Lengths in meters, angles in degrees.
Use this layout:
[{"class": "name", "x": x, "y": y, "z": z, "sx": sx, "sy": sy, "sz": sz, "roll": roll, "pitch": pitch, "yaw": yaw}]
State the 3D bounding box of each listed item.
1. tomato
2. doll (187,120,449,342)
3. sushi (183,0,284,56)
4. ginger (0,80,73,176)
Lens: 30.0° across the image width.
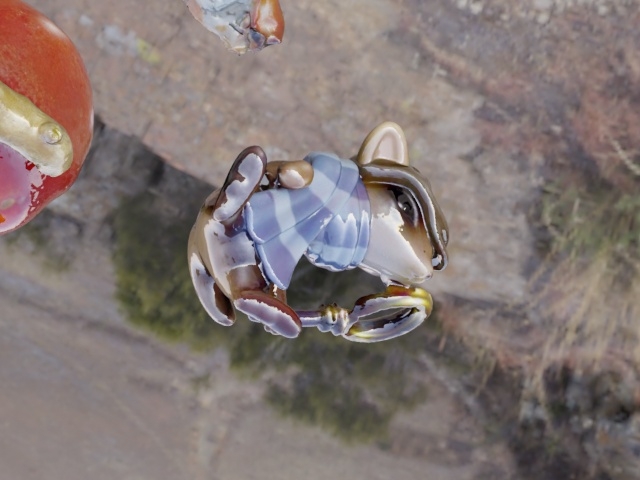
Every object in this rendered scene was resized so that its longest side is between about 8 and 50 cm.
[{"class": "tomato", "x": -0.473, "y": -0.172, "z": 1.618, "sx": 0.325, "sy": 0.293, "sz": 0.290, "roll": 4, "pitch": 137, "yaw": 19}, {"class": "doll", "x": 0.001, "y": 0.003, "z": 1.470, "sx": 0.209, "sy": 0.339, "sz": 0.318, "roll": 52, "pitch": 142, "yaw": 35}, {"class": "sushi", "x": -0.091, "y": -0.267, "z": 1.017, "sx": 0.097, "sy": 0.226, "sz": 0.103, "roll": -12, "pitch": 167, "yaw": 15}, {"class": "ginger", "x": -0.395, "y": -0.166, "z": 1.325, "sx": 0.299, "sy": 0.065, "sz": 0.118, "roll": 33, "pitch": 162, "yaw": -30}]
